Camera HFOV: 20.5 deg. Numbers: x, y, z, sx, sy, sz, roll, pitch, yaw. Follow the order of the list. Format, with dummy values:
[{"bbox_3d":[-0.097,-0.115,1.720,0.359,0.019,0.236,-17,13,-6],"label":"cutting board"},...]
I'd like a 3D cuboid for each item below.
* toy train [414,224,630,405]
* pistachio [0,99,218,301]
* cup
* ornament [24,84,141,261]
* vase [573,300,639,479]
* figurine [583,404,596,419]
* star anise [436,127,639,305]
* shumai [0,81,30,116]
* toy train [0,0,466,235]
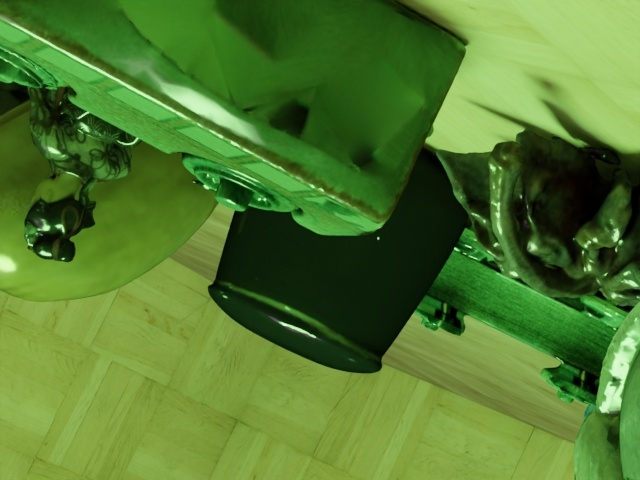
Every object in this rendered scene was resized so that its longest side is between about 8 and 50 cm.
[{"bbox_3d":[0.175,0.057,1.538,0.248,0.101,0.159,27,-173,1],"label":"toy train"},{"bbox_3d":[-0.198,-0.045,1.446,0.162,0.293,0.181,32,135,45],"label":"pistachio"},{"bbox_3d":[0.000,0.000,1.356,0.169,0.176,0.223,26,174,-28],"label":"cup"},{"bbox_3d":[-0.175,-0.079,1.311,0.166,0.196,0.153,32,170,-39],"label":"ornament"},{"bbox_3d":[0.252,0.120,0.918,0.250,0.250,0.445,25,168,5],"label":"vase"},{"bbox_3d":[0.343,0.181,1.906,0.114,0.079,0.114,1,-179,0],"label":"figurine"},{"bbox_3d":[0.158,-0.007,1.055,0.231,0.089,0.209,16,172,-30],"label":"star anise"},{"bbox_3d":[-0.274,-0.137,1.479,0.184,0.142,0.184,29,173,4],"label":"shumai"},{"bbox_3d":[-0.080,-0.114,0.951,0.326,0.129,0.159,28,168,-19],"label":"toy train"}]
